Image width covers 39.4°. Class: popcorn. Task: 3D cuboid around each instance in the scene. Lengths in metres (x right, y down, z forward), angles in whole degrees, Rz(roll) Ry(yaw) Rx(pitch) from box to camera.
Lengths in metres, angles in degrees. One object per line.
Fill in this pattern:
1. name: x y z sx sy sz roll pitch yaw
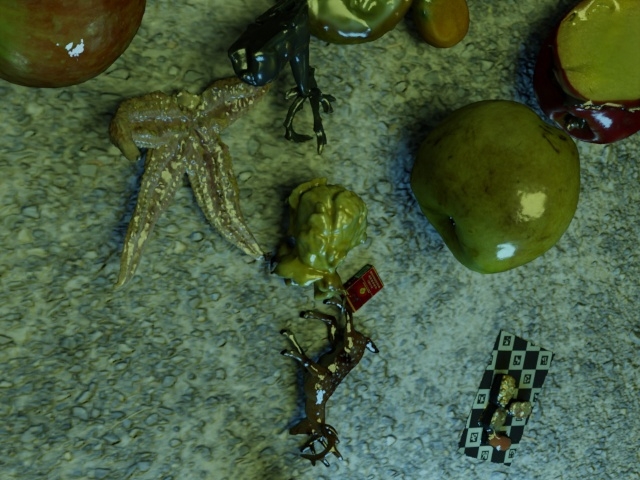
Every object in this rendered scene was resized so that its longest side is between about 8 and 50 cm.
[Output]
1. popcorn: 0.002 -0.002 1.506 0.173 0.168 0.195 26 82 -7

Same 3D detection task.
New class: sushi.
1. sushi: 0.411 0.351 1.921 0.192 0.043 0.280 24 88 -34

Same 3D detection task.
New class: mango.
1. mango: 0.208 -0.408 1.578 0.165 0.089 0.115 45 52 -49

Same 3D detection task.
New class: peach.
1. peach: 0.560 -0.347 1.772 0.257 0.201 0.362 24 70 3

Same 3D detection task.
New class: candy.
1. candy: 0.044 -0.451 1.465 0.259 0.118 0.260 -6 102 -29

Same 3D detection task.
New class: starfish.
1. starfish: -0.182 -0.133 1.380 0.398 0.132 0.384 -19 111 -54

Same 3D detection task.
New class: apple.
1. apple: -0.359 -0.356 1.145 0.250 0.277 0.309 -31 141 -38

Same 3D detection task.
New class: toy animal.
1. toy animal: 0.016 0.257 1.625 0.243 0.087 0.260 -41 116 -16

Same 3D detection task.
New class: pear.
1. pear: 0.323 -0.104 1.611 0.303 0.304 0.304 -8 105 -31

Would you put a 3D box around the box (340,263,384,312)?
1. box: 0.075 0.089 1.661 0.082 0.023 0.052 -40 118 -19

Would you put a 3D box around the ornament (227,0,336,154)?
1. ornament: -0.049 -0.229 1.392 0.202 0.080 0.236 -56 143 -42

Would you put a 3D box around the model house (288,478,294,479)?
1. model house: -0.035 0.523 1.589 0.176 0.180 0.248 -32 121 -23
